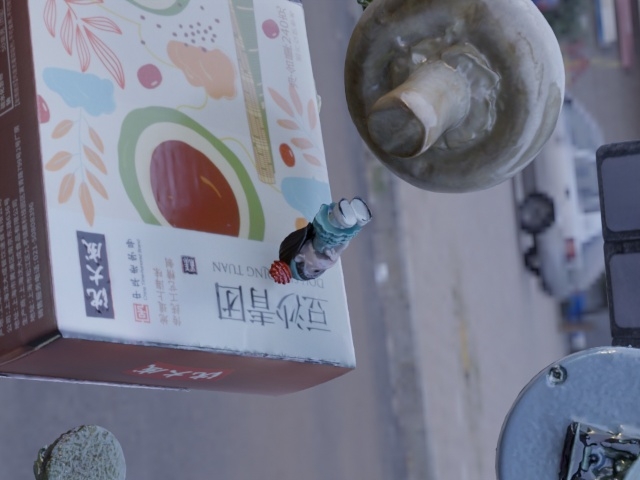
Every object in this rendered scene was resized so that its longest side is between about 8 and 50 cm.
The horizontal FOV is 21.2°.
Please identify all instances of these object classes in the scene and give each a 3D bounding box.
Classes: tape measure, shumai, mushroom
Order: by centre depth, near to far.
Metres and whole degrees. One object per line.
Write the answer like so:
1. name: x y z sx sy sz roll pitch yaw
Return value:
1. tape measure: 0.213 0.164 1.207 0.107 0.181 0.182 42 53 -82
2. mushroom: 0.106 -0.134 1.520 0.215 0.207 0.207 -39 125 -57
3. shumai: -0.282 0.265 1.896 0.099 0.087 0.124 59 42 -11

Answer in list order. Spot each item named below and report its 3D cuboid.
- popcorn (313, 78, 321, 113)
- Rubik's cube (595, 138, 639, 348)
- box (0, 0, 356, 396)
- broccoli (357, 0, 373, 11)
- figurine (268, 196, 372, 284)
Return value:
1. popcorn: -0.097 -0.154 1.939 0.197 0.197 0.155 67 43 -60
2. Rubik's cube: 0.483 0.035 1.679 0.301 0.304 0.305 -6 90 -41
3. box: -0.149 -0.066 1.544 0.344 0.122 0.385 10 65 -44
4. broccoli: 0.070 -0.324 1.924 0.242 0.273 0.180 59 52 -67
5. figurine: 0.000 0.000 1.477 0.047 0.106 0.060 51 45 5
